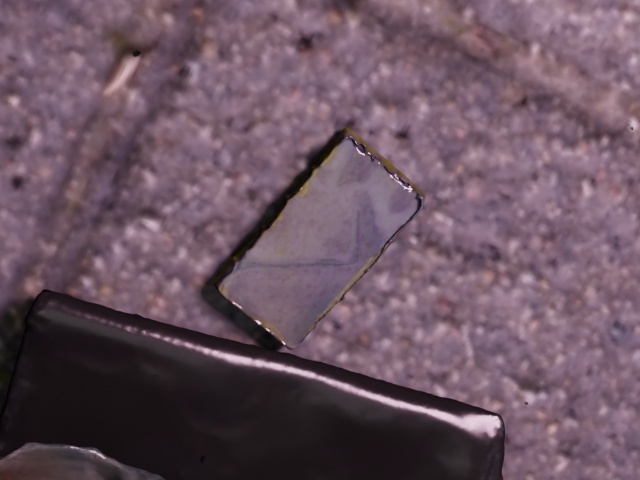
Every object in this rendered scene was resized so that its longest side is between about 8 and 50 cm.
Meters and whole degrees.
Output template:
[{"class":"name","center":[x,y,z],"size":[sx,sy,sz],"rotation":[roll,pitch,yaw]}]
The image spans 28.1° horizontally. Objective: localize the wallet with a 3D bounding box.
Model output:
[{"class":"wallet","center":[-0.040,0.130,0.721],"size":[0.285,0.030,0.146],"rotation":[16,100,-13]}]

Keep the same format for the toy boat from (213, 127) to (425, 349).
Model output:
[{"class":"toy boat","center":[0.000,0.000,0.701],"size":[0.063,0.016,0.115],"rotation":[40,96,-17]}]

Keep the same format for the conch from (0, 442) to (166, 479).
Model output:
[{"class":"conch","center":[-0.199,0.186,0.628],"size":[0.277,0.195,0.220],"rotation":[16,72,25]}]
